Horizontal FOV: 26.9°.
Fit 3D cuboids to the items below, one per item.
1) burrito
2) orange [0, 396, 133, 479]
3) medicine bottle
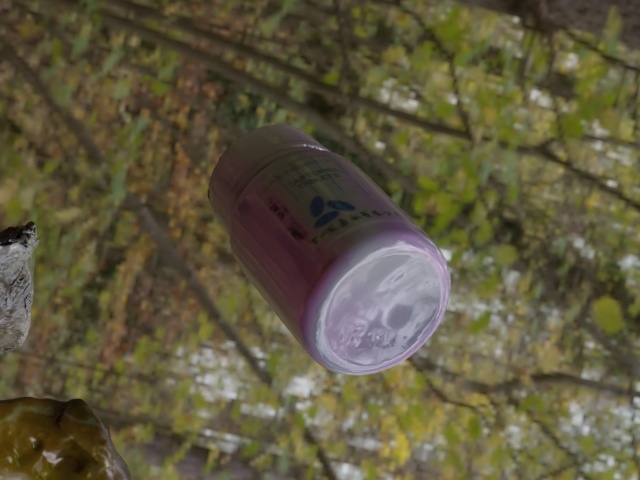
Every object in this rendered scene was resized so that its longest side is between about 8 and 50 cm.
[{"bbox_3d":[-0.259,0.041,1.098,0.051,0.042,0.171,-31,155,-33],"label":"burrito"},{"bbox_3d":[-0.325,0.318,1.203,0.210,0.271,0.369,-45,177,40],"label":"orange"},{"bbox_3d":[0.000,0.000,1.243,0.254,0.152,0.152,50,-50,49],"label":"medicine bottle"}]
